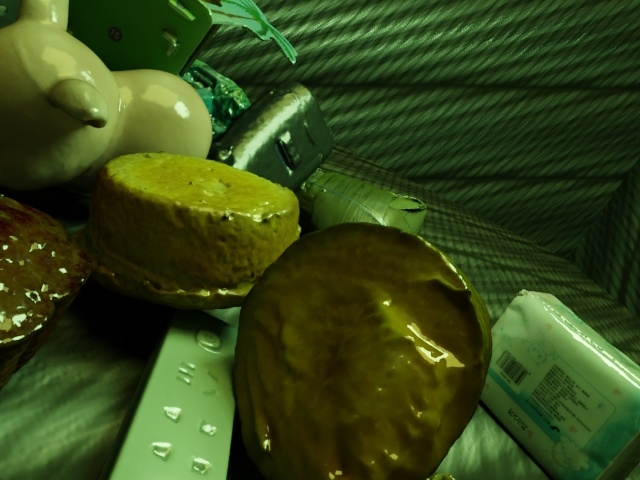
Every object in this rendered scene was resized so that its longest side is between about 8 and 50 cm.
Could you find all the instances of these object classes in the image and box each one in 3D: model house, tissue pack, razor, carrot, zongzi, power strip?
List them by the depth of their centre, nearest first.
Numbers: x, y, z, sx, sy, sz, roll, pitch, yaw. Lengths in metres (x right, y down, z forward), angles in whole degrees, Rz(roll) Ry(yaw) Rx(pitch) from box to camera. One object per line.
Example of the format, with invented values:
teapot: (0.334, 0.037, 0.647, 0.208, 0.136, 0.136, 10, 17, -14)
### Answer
power strip: (-0.126, 0.165, 0.524, 0.091, 0.062, 0.385, 27, 17, -13)
carrot: (0.049, 0.107, 0.598, 0.241, 0.241, 0.341, 35, 5, 20)
tissue pack: (0.373, 0.230, 0.907, 0.124, 0.201, 0.271, 18, 21, -41)
model house: (-0.251, -0.325, 1.009, 0.340, 0.300, 0.323, 37, 30, -16)
razor: (-0.104, -0.155, 1.105, 0.107, 0.189, 0.327, 2, 38, 39)
model house: (-0.313, -0.232, 1.111, 0.261, 0.225, 0.241, 32, 22, 18)
zongzi: (0.000, 0.000, 1.155, 0.323, 0.159, 0.360, 17, 39, 21)

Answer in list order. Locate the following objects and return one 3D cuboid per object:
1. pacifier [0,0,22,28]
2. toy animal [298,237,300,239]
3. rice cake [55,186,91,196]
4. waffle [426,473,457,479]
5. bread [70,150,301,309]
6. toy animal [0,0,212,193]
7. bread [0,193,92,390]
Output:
pacifier: (-0.617, -0.376, 1.203, 0.279, 0.228, 0.207, 39, 27, -78)
toy animal: (0.010, 0.077, 0.958, 0.219, 0.101, 0.103, 30, -2, 8)
rice cake: (-0.376, -0.106, 0.927, 0.365, 0.056, 0.072, 17, 23, -34)
waffle: (0.158, 0.318, 0.539, 0.243, 0.058, 0.238, 27, 17, -9)
bread: (-0.149, -0.011, 0.685, 0.269, 0.145, 0.268, 12, 19, -4)
toy animal: (-0.301, -0.160, 0.778, 0.326, 0.269, 0.237, -11, 60, -25)
bread: (-0.322, 0.026, 0.484, 0.232, 0.135, 0.246, 24, 18, -15)
